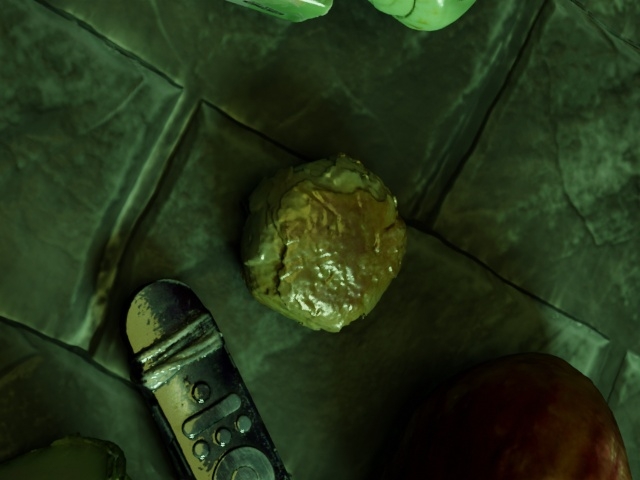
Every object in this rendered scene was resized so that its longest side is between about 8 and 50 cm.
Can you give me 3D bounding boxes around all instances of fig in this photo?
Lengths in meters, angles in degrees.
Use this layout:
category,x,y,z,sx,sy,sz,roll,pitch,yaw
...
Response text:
category,x,y,z,sx,sy,sz,roll,pitch,yaw
fig,0.164,0.217,1.308,0.224,0.224,0.263,17,55,-24

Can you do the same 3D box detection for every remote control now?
category,x,y,z,sx,sy,sz,roll,pitch,yaw
remote control,-0.098,0.155,1.276,0.090,0.066,0.266,-30,103,-32

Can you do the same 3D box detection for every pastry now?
category,x,y,z,sx,sy,sz,roll,pitch,yaw
pastry,0.003,0.002,1.285,0.153,0.081,0.153,-1,92,-25

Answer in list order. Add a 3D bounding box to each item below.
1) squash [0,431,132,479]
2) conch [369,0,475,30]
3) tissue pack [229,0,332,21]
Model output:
category,x,y,z,sx,sy,sz,roll,pitch,yaw
squash,-0.164,0.369,1.157,0.263,0.263,0.384,-36,107,-16
conch,0.115,-0.287,1.270,0.250,0.137,0.143,-48,115,-12
tissue pack,-0.078,-0.279,1.185,0.229,0.145,0.159,15,90,-23
